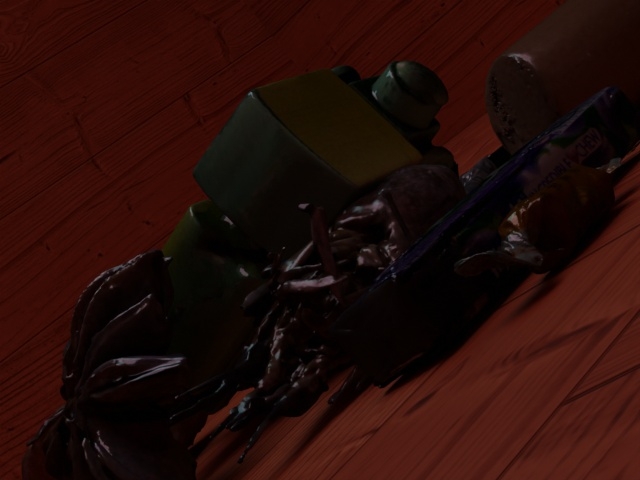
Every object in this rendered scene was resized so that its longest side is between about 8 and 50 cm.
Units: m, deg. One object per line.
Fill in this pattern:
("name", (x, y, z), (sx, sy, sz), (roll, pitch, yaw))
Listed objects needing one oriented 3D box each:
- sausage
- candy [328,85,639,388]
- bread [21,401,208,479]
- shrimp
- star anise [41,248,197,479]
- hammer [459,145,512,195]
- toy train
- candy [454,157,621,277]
("sausage", (0.258, -0.169, 1.434), (0.253, 0.123, 0.123), (-40, 2, -25))
("candy", (0.124, -0.010, 1.093), (0.312, 0.061, 0.088), (-39, 1, -43))
("bread", (-0.205, 0.197, 1.543), (0.190, 0.123, 0.244), (-40, 1, 17))
("shrimp", (0.013, 0.045, 1.140), (0.343, 0.116, 0.145), (-41, -12, -45))
("star anise", (-0.153, 0.124, 1.235), (0.093, 0.236, 0.229), (7, -16, -28))
("hammer", (0.133, -0.021, 1.559), (0.152, 0.044, 0.427), (-37, 3, 18))
("toy train", (-0.048, 0.008, 1.371), (0.397, 0.160, 0.253), (-52, -13, 29))
("candy", (0.146, -0.012, 0.985), (0.053, 0.046, 0.182), (-41, -5, 42))
